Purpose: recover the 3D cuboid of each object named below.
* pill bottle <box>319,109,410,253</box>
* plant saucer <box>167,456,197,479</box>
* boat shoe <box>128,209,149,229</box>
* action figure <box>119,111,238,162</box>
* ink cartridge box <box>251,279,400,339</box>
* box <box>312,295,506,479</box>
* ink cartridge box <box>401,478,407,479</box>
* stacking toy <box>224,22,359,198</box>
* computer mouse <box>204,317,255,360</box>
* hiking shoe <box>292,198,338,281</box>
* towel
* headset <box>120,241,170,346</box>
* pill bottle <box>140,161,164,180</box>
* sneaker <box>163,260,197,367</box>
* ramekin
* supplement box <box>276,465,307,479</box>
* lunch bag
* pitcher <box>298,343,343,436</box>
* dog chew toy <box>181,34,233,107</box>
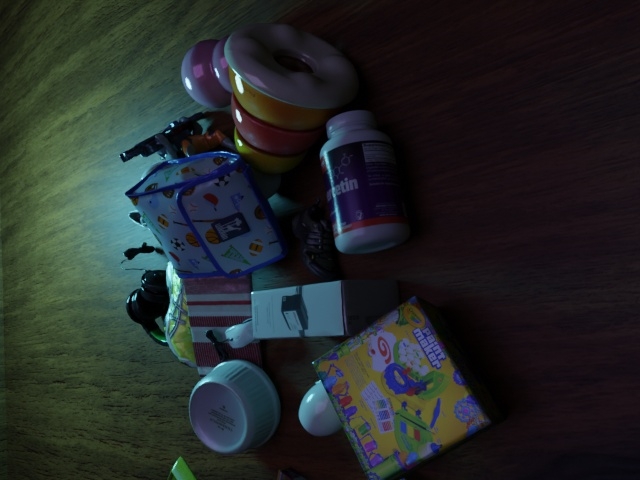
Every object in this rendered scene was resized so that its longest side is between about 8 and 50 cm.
[{"bbox_3d":[0.100,-0.138,1.404,0.181,0.181,0.323,-21,74,40],"label":"pill bottle"},{"bbox_3d":[-0.478,0.872,1.982,0.188,0.045,0.188,39,113,37],"label":"plant saucer"},{"bbox_3d":[-0.625,-0.070,2.142,0.226,0.076,0.083,7,93,43],"label":"boat shoe"},{"bbox_3d":[-0.454,-0.282,1.887,0.330,0.341,0.178,14,131,47],"label":"action figure"},{"bbox_3d":[0.013,0.171,1.441,0.307,0.223,0.129,-10,80,42],"label":"ink cartridge box"},{"bbox_3d":[0.187,0.323,1.252,0.279,0.177,0.290,-35,63,15],"label":"box"},{"bbox_3d":[0.243,0.722,1.312,0.303,0.072,0.307,24,102,42],"label":"ink cartridge box"},{"bbox_3d":[-0.130,-0.307,1.594,0.350,0.350,0.480,55,139,30],"label":"stacking toy"},{"bbox_3d":[-0.250,0.282,1.714,0.193,0.042,0.106,-27,88,25],"label":"computer mouse"},{"bbox_3d":[0.000,0.000,1.554,0.114,0.086,0.227,-45,59,36],"label":"hiking shoe"},{"bbox_3d":[-0.291,0.259,1.771,0.237,0.037,0.329,-3,98,24],"label":"towel"},{"bbox_3d":[-0.574,0.183,2.073,0.394,0.185,0.243,52,126,14],"label":"headset"},{"bbox_3d":[-0.491,-0.134,1.970,0.265,0.153,0.153,50,120,32],"label":"pill bottle"},{"bbox_3d":[-0.418,0.217,1.882,0.147,0.145,0.385,-25,73,50],"label":"sneaker"},{"bbox_3d":[-0.260,0.492,1.697,0.273,0.127,0.273,3,97,27],"label":"ramekin"},{"bbox_3d":[-0.080,0.677,1.624,0.083,0.043,0.055,20,101,42],"label":"supplement box"},{"bbox_3d":[-0.308,-0.069,1.664,0.385,0.239,0.328,-4,125,32],"label":"lunch bag"},{"bbox_3d":[0.033,0.384,1.494,0.207,0.125,0.178,-46,44,19],"label":"pitcher"},{"bbox_3d":[-0.259,-0.521,1.754,0.332,0.206,0.206,-7,83,34],"label":"dog chew toy"}]
